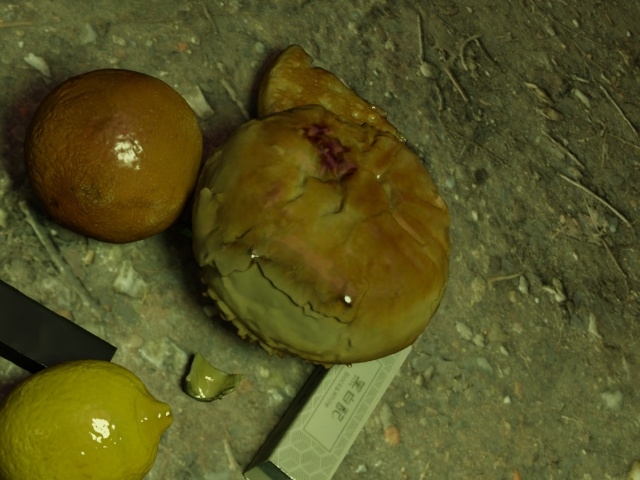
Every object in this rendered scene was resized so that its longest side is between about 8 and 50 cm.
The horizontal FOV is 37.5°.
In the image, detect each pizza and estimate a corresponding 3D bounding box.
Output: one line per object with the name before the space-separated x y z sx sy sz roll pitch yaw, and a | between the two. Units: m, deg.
pizza | 0.015 -0.166 1.649 0.277 0.114 0.409 -10 71 -34

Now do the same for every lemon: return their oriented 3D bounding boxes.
lemon | -0.303 0.243 1.177 0.244 0.187 0.187 -9 64 2

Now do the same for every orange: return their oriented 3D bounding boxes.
orange | -0.288 -0.122 1.354 0.264 0.264 0.264 15 57 -24

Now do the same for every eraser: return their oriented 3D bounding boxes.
eraser | 0.036 0.228 1.448 0.096 0.098 0.404 42 50 -5

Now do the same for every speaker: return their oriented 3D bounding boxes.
speaker | -0.390 0.128 1.276 0.218 0.044 0.082 32 52 -13

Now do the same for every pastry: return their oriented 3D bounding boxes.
pastry | 0.000 0.000 1.388 0.409 0.245 0.410 11 57 -17

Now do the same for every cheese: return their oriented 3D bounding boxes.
cheese | -0.155 0.207 1.380 0.084 0.041 0.060 19 47 -4

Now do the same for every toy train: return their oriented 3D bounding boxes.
toy train | -0.180 -0.059 1.517 0.071 0.038 0.148 28 52 -16
